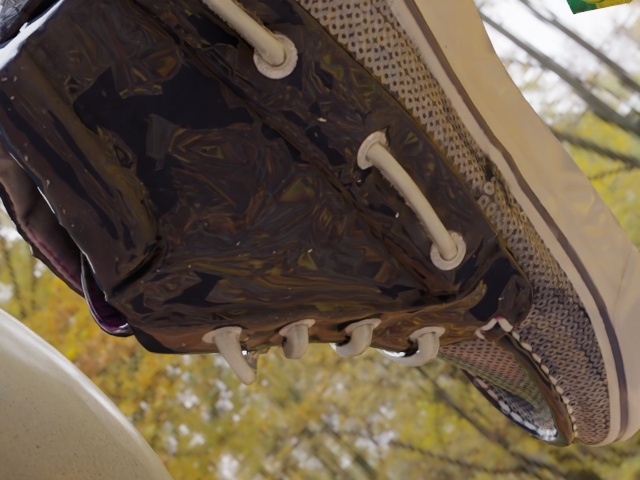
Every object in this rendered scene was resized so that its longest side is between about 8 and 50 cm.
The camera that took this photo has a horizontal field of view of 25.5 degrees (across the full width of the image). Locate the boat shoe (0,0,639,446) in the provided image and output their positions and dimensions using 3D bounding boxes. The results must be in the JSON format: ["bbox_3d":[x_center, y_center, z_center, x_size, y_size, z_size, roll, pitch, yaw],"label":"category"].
[{"bbox_3d":[0.000,0.000,0.497,0.158,0.127,0.340,-46,-55,-15],"label":"boat shoe"}]

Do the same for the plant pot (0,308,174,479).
[{"bbox_3d":[-0.154,0.184,0.659,0.284,0.191,0.284,-59,13,22],"label":"plant pot"}]

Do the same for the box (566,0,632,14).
[{"bbox_3d":[0.132,-0.223,0.751,0.105,0.043,0.179,-53,-56,-38],"label":"box"}]
